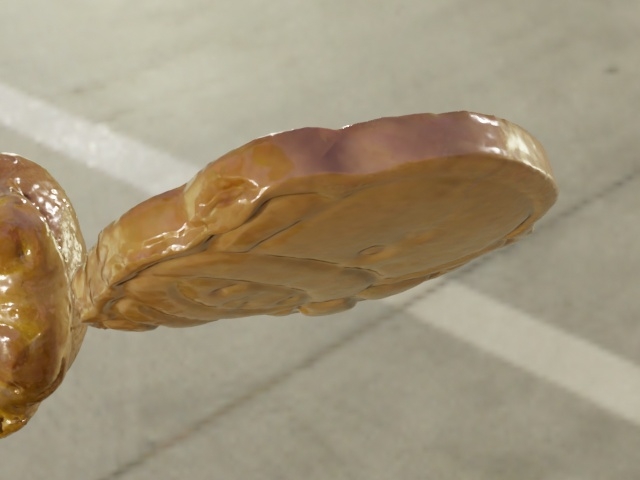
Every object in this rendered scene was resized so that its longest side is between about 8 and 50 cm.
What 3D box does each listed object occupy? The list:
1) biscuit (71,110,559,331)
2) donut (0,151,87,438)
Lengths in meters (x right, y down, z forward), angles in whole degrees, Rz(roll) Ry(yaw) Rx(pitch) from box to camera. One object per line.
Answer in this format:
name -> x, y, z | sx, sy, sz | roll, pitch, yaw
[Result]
biscuit -> 0.000, 0.000, 1.242 | 0.312, 0.057, 0.351 | 4, -22, -45
donut -> -0.374, 0.049, 1.885 | 0.299, 0.317, 0.150 | 41, 30, 4
